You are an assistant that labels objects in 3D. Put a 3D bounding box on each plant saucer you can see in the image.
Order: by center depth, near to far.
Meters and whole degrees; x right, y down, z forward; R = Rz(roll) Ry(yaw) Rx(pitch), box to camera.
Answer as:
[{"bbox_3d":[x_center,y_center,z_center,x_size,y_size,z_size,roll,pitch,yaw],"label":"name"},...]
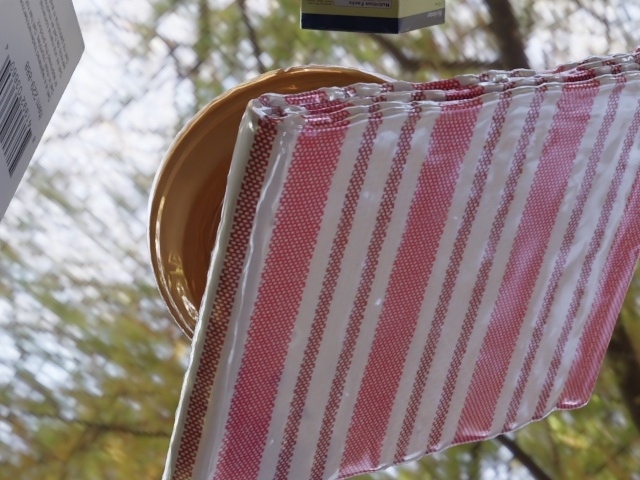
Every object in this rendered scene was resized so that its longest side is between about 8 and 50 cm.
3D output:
[{"bbox_3d":[0.000,0.000,1.027,0.200,0.200,0.037,-32,-161,9],"label":"plant saucer"}]

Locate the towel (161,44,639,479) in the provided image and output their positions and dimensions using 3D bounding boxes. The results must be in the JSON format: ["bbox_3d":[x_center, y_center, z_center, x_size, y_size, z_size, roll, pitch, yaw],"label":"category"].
[{"bbox_3d":[0.036,0.010,0.581,0.029,0.197,0.144,39,-54,39],"label":"towel"}]

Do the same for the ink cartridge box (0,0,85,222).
[{"bbox_3d":[-0.227,-0.059,0.818,0.121,0.211,0.289,11,-125,13],"label":"ink cartridge box"}]

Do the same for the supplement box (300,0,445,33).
[{"bbox_3d":[0.030,-0.155,0.962,0.056,0.083,0.083,6,-77,21],"label":"supplement box"}]
